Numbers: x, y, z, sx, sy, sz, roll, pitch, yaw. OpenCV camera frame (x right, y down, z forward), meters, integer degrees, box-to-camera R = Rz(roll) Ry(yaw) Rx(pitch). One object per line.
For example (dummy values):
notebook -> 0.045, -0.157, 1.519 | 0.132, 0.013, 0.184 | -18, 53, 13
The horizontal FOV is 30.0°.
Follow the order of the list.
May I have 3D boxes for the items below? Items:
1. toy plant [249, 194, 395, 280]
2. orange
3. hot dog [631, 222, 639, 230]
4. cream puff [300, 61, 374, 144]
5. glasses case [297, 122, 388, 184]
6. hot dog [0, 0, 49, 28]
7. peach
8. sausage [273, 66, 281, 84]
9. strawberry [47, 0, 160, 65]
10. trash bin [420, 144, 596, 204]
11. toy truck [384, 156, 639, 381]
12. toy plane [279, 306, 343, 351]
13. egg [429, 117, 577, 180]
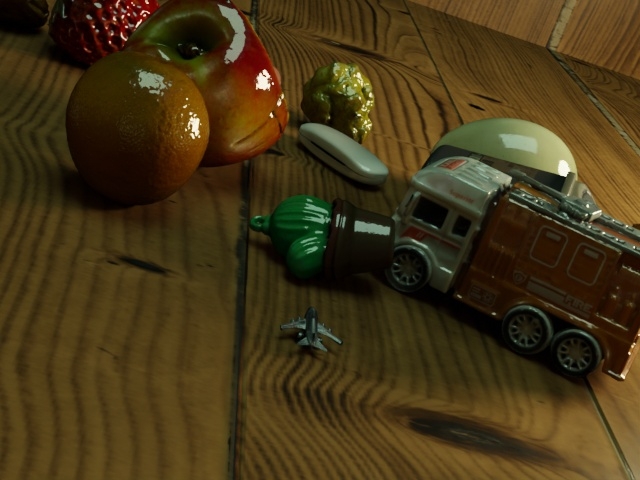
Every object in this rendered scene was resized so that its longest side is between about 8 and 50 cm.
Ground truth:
toy plant -> 0.000, 0.000, 1.612 | 0.200, 0.105, 0.143 | 2, 40, 5
orange -> -0.245, -0.148, 1.597 | 0.206, 0.206, 0.206 | 18, 22, -7
hot dog -> 0.561, 0.053, 1.983 | 0.135, 0.100, 0.337 | 15, 19, 10
cream puff -> 0.039, -0.245, 2.188 | 0.146, 0.146, 0.116 | 6, 43, -33
glasses case -> 0.038, -0.150, 2.057 | 0.074, 0.049, 0.193 | -4, 31, -46
hot dog -> -0.591, -0.443, 2.131 | 0.227, 0.099, 0.160 | 10, 24, -32
peach -> -0.178, -0.227, 1.802 | 0.245, 0.274, 0.248 | -16, 60, 7
sausage -> -0.136, -0.305, 2.253 | 0.062, 0.062, 0.154 | 33, 25, 28
strawberry -> -0.348, -0.367, 2.100 | 0.244, 0.205, 0.205 | 38, 16, -18
trash bin -> 0.292, -0.036, 1.850 | 0.290, 0.182, 0.209 | 19, 20, 11
toy truck -> 0.284, 0.020, 1.659 | 0.387, 0.207, 0.173 | 27, 22, 15
toy plane -> -0.012, 0.106, 1.427 | 0.078, 0.031, 0.083 | 16, 22, -11
egg -> 0.310, -0.116, 2.031 | 0.254, 0.188, 0.188 | 15, 22, -2
